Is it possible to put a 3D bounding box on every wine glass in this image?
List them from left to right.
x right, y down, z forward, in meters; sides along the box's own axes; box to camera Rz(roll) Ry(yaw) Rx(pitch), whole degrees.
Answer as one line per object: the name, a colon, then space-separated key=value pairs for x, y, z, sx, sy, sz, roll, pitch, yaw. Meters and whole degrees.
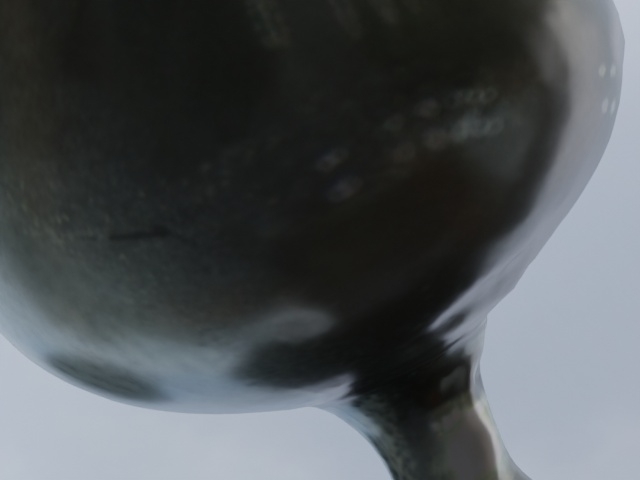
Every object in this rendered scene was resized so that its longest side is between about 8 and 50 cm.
wine glass: x=0.000 y=0.000 z=0.464 sx=0.238 sy=0.238 sz=0.323 roll=-26 pitch=-91 yaw=18
